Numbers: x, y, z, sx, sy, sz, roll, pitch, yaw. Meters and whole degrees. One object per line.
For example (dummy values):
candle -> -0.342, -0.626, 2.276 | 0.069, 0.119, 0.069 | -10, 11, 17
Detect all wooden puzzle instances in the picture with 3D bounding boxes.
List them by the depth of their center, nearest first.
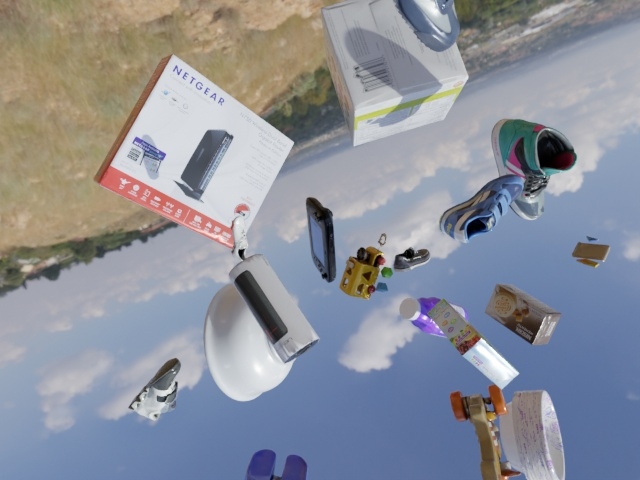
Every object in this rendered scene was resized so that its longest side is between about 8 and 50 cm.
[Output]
wooden puzzle -> 0.680, 0.030, 1.143 | 0.116, 0.014, 0.079 | -36, -145, -30

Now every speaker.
speaker -> -0.059, 0.086, 0.578 | 0.055, 0.136, 0.055 | -32, 163, -11

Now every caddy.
caddy -> -0.173, 0.930, 1.687 | 0.242, 0.179, 0.341 | 10, 178, 2

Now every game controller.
game controller -> 0.000, 0.000, 1.623 | 0.067, 0.318, 0.166 | -25, -138, -24

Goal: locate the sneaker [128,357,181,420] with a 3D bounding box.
sneaker -> -0.600, 0.582, 1.762 | 0.330, 0.146, 0.122 | -47, -171, 28

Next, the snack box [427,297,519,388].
snack box -> 0.396, 0.267, 1.198 | 0.070, 0.174, 0.207 | -46, -158, 8

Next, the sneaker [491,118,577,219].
sneaker -> 0.558, -0.171, 1.149 | 0.124, 0.295, 0.178 | -35, -156, -12

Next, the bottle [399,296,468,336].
bottle -> 0.364, 0.242, 1.453 | 0.283, 0.118, 0.092 | 19, 165, -39

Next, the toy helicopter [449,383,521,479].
toy helicopter -> 0.436, 0.548, 1.176 | 0.140, 0.234, 0.355 | -17, -177, 18

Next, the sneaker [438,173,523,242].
sneaker -> 0.252, -0.044, 0.686 | 0.144, 0.053, 0.059 | -36, -144, 0

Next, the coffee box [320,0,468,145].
coffee box -> 0.217, -0.548, 1.455 | 0.339, 0.337, 0.334 | -17, 173, 2

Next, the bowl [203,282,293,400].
bowl -> -0.140, 0.240, 1.125 | 0.134, 0.297, 0.298 | -13, -167, 25

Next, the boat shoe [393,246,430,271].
boat shoe -> 0.340, 0.057, 1.670 | 0.075, 0.064, 0.206 | 9, -158, 44

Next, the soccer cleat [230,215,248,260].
soccer cleat -> -0.142, -0.002, 0.807 | 0.029, 0.083, 0.036 | -13, -148, -39

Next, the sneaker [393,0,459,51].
sneaker -> 0.165, -0.444, 0.696 | 0.131, 0.319, 0.112 | -5, -132, 43

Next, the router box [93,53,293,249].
router box -> -0.268, -0.181, 1.015 | 0.082, 0.336, 0.300 | 22, -96, 54

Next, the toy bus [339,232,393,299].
toy bus -> 0.133, 0.090, 1.490 | 0.105, 0.202, 0.191 | 13, 145, -26

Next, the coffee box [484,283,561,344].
coffee box -> 0.793, 0.288, 1.797 | 0.098, 0.141, 0.246 | 6, -160, -30

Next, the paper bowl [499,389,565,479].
paper bowl -> 0.679, 0.634, 1.472 | 0.148, 0.284, 0.284 | -15, -168, 30
